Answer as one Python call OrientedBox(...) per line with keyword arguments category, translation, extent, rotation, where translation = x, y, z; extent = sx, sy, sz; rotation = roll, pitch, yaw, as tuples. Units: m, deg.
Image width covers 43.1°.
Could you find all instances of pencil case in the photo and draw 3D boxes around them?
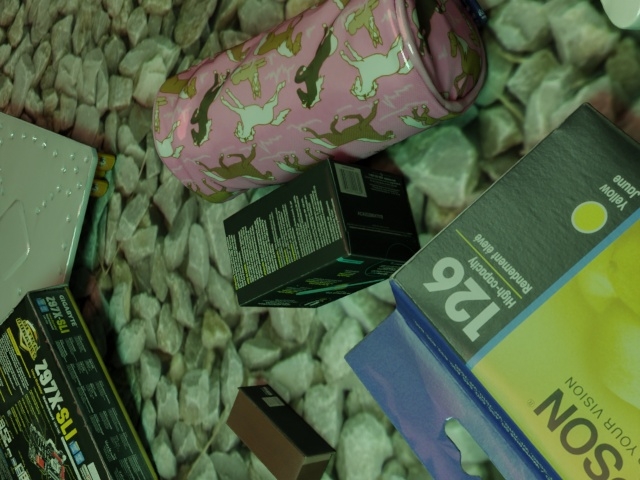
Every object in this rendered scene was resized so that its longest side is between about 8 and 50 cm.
OrientedBox(category="pencil case", translation=(-0.018, -0.159, 0.860), extent=(0.386, 0.160, 0.167), rotation=(-17, 40, 41))

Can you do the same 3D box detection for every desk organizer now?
OrientedBox(category="desk organizer", translation=(-0.048, 0.221, 0.912), extent=(0.130, 0.047, 0.050), rotation=(37, 112, 40))

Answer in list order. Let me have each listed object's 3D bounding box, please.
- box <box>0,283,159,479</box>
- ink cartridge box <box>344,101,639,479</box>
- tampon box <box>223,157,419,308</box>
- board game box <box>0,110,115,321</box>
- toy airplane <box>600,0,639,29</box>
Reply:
OrientedBox(category="box", translation=(-0.387, 0.266, 1.157), extent=(0.257, 0.079, 0.322), rotation=(-39, 73, 31))
OrientedBox(category="ink cartridge box", translation=(0.197, 0.090, 0.624), extent=(0.307, 0.072, 0.303), rotation=(-43, 56, 5))
OrientedBox(category="tampon box", translation=(0.000, 0.000, 0.844), extent=(0.161, 0.120, 0.101), rotation=(-26, 68, 38))
OrientedBox(category="board game box", translation=(-0.499, 0.002, 1.358), extent=(0.390, 0.050, 0.390), rotation=(21, 100, 43))
OrientedBox(category="toy airplane", translation=(0.271, -0.325, 0.531), extent=(0.386, 0.272, 0.384), rotation=(29, 105, 41))
